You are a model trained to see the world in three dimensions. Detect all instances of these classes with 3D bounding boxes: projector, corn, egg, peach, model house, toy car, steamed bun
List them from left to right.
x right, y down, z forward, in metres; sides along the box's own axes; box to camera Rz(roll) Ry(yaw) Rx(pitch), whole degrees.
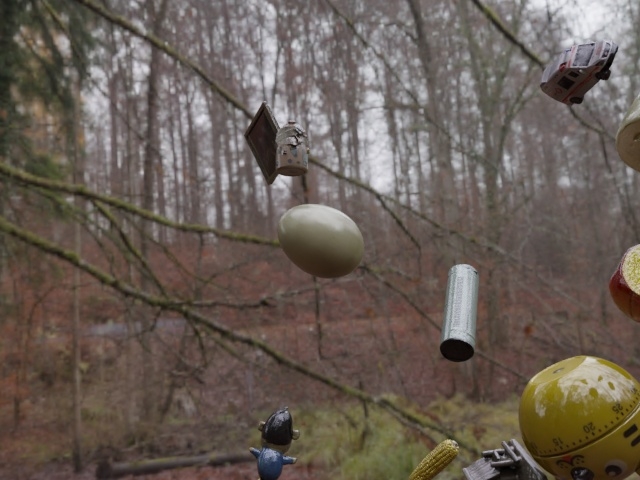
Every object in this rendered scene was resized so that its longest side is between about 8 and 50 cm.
[{"bbox_3d":[0.000,0.000,1.851,0.241,0.186,0.186,28,-11,-1],"label":"egg"},{"bbox_3d":[0.365,0.718,2.255,0.206,0.067,0.067,-48,-23,13],"label":"corn"},{"bbox_3d":[0.440,0.222,2.209,0.108,0.338,0.108,8,-49,9],"label":"projector"},{"bbox_3d":[0.509,0.673,1.956,0.188,0.122,0.229,-8,26,-12],"label":"model house"},{"bbox_3d":[0.603,-0.401,1.640,0.108,0.089,0.210,24,-15,-1],"label":"toy car"},{"bbox_3d":[1.026,0.149,2.096,0.245,0.249,0.274,30,6,-42],"label":"peach"},{"bbox_3d":[0.699,-0.248,1.372,0.154,0.200,0.250,39,-19,-9],"label":"steamed bun"}]

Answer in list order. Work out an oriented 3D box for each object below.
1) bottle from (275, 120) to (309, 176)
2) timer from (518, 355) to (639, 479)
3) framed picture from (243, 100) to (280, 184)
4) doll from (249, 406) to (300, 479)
[{"bbox_3d":[-0.079,-0.262,1.951,0.098,0.152,0.099,1,-11,0],"label":"bottle"},{"bbox_3d":[0.716,0.509,1.837,0.376,0.387,0.376,-30,-4,-2],"label":"timer"},{"bbox_3d":[-0.176,-0.321,2.350,0.019,0.209,0.281,-24,-7,-24],"label":"framed picture"},{"bbox_3d":[-0.095,0.429,1.437,0.102,0.179,0.089,14,-13,5],"label":"doll"}]
